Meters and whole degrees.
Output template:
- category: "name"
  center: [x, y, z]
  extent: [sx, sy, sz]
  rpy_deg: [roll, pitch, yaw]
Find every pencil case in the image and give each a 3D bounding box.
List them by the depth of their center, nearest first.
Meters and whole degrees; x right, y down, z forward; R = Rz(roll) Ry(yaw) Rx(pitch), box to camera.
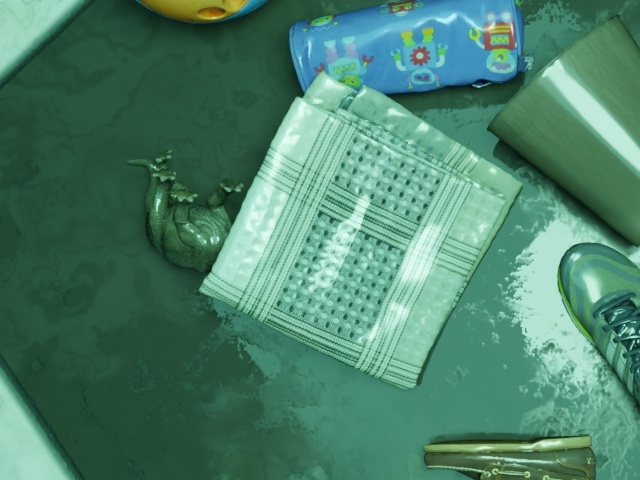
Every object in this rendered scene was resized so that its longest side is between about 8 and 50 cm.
- category: "pencil case"
  center: [0.116, -0.246, 1.127]
  extent: [0.306, 0.119, 0.133]
  rpy_deg: [-7, 122, 12]

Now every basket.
- category: "basket"
  center: [0.351, -0.116, 1.040]
  extent: [0.204, 0.154, 0.227]
  rpy_deg: [-40, 80, 8]

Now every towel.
- category: "towel"
  center: [0.057, -0.011, 1.089]
  extent: [0.312, 0.056, 0.324]
  rpy_deg: [27, 90, -8]

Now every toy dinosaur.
- category: "toy dinosaur"
  center: [-0.186, -0.021, 1.171]
  extent: [0.314, 0.121, 0.160]
  rpy_deg: [25, 123, 28]

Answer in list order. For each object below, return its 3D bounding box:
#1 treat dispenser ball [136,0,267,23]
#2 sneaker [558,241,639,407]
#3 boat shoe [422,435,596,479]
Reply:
- category: "treat dispenser ball"
  center: [-0.157, -0.428, 1.127]
  extent: [0.288, 0.288, 0.288]
  rpy_deg: [-2, 83, 14]
- category: "sneaker"
  center: [0.384, 0.126, 1.013]
  extent: [0.111, 0.121, 0.300]
  rpy_deg: [-35, 77, 7]
- category: "boat shoe"
  center: [0.229, 0.277, 1.059]
  extent: [0.207, 0.073, 0.073]
  rpy_deg: [-4, 81, 14]
